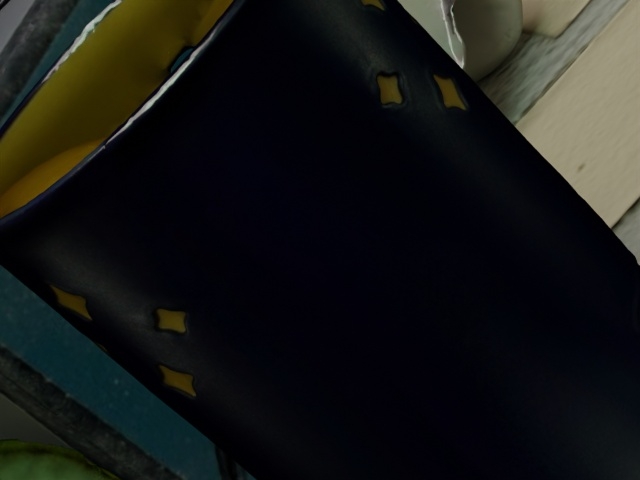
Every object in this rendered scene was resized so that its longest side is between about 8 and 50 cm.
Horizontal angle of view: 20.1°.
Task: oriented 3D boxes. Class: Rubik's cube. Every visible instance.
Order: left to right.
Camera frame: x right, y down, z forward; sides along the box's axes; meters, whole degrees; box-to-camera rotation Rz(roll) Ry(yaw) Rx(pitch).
[{"bbox_3d":[-0.140,0.010,0.991,0.255,0.260,0.259,-19,40,52],"label":"Rubik's cube"}]

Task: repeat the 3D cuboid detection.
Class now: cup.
[{"bbox_3d":[0.015,-0.009,0.734,0.178,0.256,0.255,-36,23,25],"label":"cup"}]

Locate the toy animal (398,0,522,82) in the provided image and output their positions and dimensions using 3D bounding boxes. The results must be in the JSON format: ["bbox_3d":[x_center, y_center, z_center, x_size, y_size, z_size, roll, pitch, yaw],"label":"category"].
[{"bbox_3d":[-0.028,-0.153,1.101,0.289,0.249,0.174,-13,47,56],"label":"toy animal"}]

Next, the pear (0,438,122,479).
[{"bbox_3d":[-0.218,0.226,0.850,0.292,0.159,0.292,-51,22,30],"label":"pear"}]
